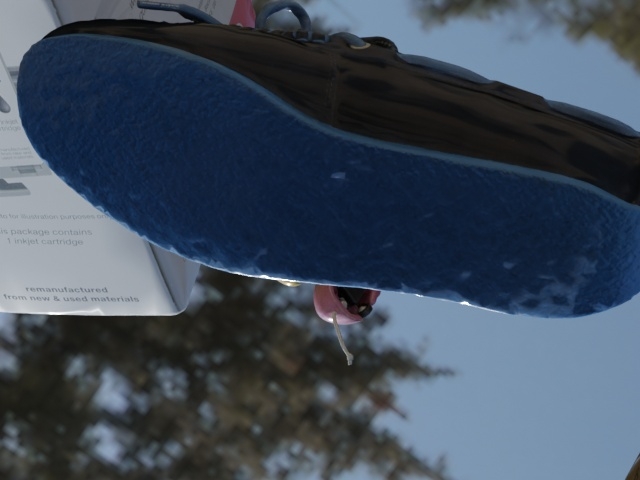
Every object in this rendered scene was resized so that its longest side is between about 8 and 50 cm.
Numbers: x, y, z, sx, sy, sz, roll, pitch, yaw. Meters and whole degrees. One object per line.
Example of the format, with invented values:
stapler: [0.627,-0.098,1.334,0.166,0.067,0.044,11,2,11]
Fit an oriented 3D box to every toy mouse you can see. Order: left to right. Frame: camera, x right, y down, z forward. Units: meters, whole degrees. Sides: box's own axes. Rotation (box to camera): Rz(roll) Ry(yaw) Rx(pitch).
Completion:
toy mouse: [0.000,0.000,1.281,0.031,0.161,0.143,-27,176,36]

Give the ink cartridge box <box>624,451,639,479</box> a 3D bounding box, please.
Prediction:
ink cartridge box: [0.162,0.170,0.631,0.088,0.193,0.234,-94,-154,-63]

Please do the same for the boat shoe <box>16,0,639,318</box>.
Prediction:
boat shoe: [0.009,-0.031,0.783,0.089,0.258,0.109,-54,161,-53]

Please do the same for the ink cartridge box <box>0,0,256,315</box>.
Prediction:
ink cartridge box: [-0.130,-0.131,0.976,0.117,0.283,0.207,0,-134,17]
